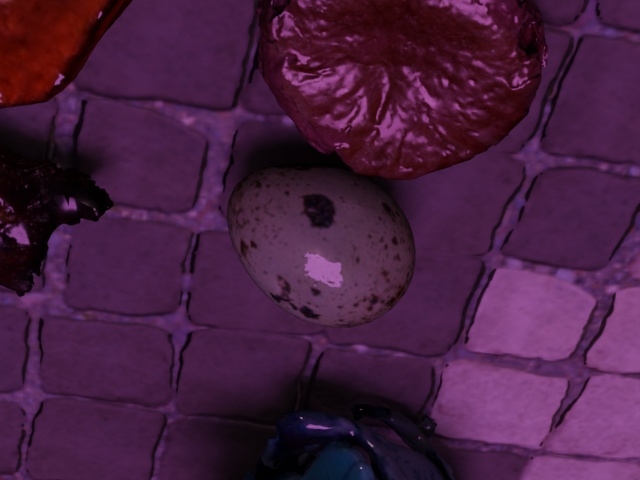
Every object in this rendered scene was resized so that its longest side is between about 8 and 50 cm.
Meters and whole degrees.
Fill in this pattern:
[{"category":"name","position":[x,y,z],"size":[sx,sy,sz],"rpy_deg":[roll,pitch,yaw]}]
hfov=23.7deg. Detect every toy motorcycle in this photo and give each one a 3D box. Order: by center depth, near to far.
[{"category":"toy motorcycle","position":[0.007,0.219,0.999],"size":[0.206,0.154,0.260],"rpy_deg":[-21,143,-14]}]

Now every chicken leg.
[{"category":"chicken leg","position":[-0.227,-0.016,0.810],"size":[0.234,0.063,0.105],"rpy_deg":[5,128,-5]}]

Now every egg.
[{"category":"egg","position":[0.000,0.000,0.820],"size":[0.110,0.085,0.085],"rpy_deg":[33,125,-14]}]

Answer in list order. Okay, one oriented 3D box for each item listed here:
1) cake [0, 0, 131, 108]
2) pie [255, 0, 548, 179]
[{"category":"cake","position":[-0.104,-0.196,0.585],"size":[0.177,0.151,0.283],"rpy_deg":[36,127,-9]},{"category":"pie","position":[0.039,-0.093,0.763],"size":[0.153,0.038,0.153],"rpy_deg":[0,132,0]}]
